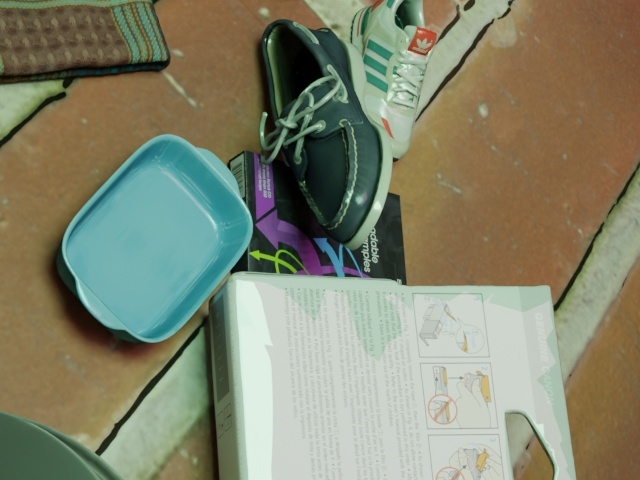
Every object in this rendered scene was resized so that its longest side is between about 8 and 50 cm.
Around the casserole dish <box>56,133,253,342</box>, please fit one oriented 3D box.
[{"bbox_3d":[-0.127,0.002,1.222,0.114,0.037,0.188,48,48,-11],"label":"casserole dish"}]

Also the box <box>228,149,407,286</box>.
[{"bbox_3d":[0.000,0.000,1.332,0.162,0.029,0.116,15,60,-35],"label":"box"}]

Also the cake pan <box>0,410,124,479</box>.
[{"bbox_3d":[-0.226,0.214,0.911,0.293,0.054,0.293,0,58,0],"label":"cake pan"}]

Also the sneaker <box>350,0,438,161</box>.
[{"bbox_3d":[0.067,-0.150,1.429,0.057,0.075,0.161,19,58,-32],"label":"sneaker"}]

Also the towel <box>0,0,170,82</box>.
[{"bbox_3d":[-0.274,-0.293,1.247,0.271,0.040,0.370,-11,77,-41],"label":"towel"}]

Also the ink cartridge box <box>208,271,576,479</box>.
[{"bbox_3d":[0.057,0.175,1.200,0.261,0.066,0.296,3,68,-19],"label":"ink cartridge box"}]

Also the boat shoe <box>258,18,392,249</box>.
[{"bbox_3d":[-0.001,-0.093,1.296,0.079,0.095,0.255,24,36,-26],"label":"boat shoe"}]
